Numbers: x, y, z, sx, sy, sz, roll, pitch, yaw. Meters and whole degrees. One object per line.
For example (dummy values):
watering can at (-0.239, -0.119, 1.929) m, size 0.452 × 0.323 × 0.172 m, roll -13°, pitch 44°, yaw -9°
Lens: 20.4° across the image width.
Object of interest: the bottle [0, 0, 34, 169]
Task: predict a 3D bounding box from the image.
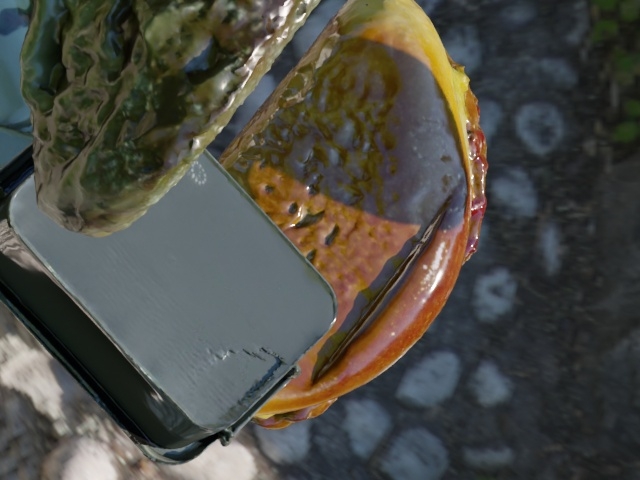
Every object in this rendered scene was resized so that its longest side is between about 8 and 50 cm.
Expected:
bottle at (-0.303, -0.110, 1.635) m, size 0.229 × 0.229 × 0.351 m, roll -25°, pitch 77°, yaw -12°

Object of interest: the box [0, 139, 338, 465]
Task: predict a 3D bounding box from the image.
box at (-0.105, 0.021, 1.154) m, size 0.163 × 0.135 × 0.243 m, roll -43°, pitch 96°, yaw -17°

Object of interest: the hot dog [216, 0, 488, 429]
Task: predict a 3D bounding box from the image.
hot dog at (-0.001, 0.000, 1.473) m, size 0.223 × 0.185 × 0.405 m, roll 38°, pitch 88°, yaw -2°

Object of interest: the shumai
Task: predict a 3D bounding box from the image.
shumai at (-0.055, -0.069, 0.498) m, size 0.087 × 0.099 × 0.123 m, roll 38°, pitch 80°, yaw -11°
